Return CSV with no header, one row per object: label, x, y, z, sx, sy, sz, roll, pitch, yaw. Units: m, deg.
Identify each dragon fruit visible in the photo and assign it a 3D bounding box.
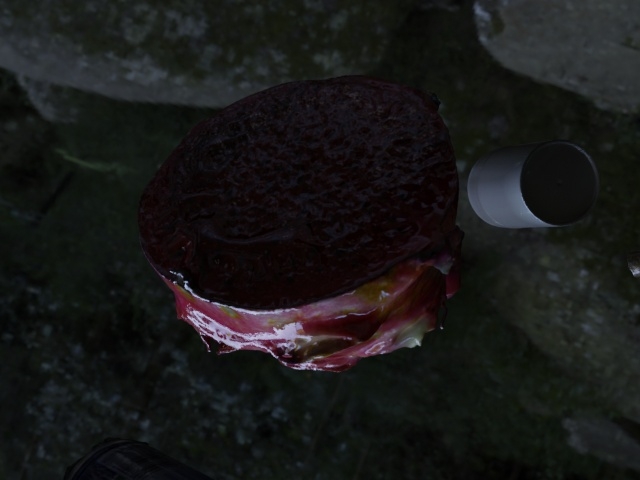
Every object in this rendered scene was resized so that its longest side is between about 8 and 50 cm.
dragon fruit,0.000,0.000,1.185,0.386,0.371,0.249,29,153,38

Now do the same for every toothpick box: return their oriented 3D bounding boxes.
toothpick box,0.269,-0.071,1.348,0.111,0.111,0.181,20,176,-12

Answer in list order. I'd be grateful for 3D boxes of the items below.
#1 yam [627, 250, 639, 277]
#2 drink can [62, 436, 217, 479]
yam,0.633,0.013,1.608,0.327,0.045,0.045,-12,-164,38
drink can,-0.068,0.205,0.668,0.235,0.097,0.097,15,178,42
